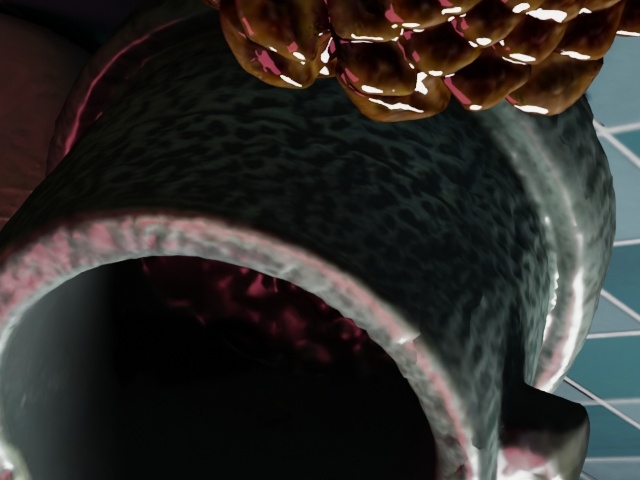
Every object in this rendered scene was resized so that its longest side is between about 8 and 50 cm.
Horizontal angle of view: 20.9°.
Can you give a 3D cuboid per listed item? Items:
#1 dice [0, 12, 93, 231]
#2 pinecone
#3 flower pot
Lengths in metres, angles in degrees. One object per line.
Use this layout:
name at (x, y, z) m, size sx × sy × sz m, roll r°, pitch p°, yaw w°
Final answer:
dice at (-0.214, -0.015, 0.995) m, size 0.193 × 0.194 × 0.192 m, roll 9°, pitch 156°, yaw 9°
pinecone at (0.027, -0.139, 0.566) m, size 0.208 × 0.207 × 0.208 m, roll 12°, pitch 158°, yaw 5°
flower pot at (0.000, 0.000, 0.805) m, size 0.299 × 0.283 × 0.299 m, roll 9°, pitch 123°, yaw 13°
